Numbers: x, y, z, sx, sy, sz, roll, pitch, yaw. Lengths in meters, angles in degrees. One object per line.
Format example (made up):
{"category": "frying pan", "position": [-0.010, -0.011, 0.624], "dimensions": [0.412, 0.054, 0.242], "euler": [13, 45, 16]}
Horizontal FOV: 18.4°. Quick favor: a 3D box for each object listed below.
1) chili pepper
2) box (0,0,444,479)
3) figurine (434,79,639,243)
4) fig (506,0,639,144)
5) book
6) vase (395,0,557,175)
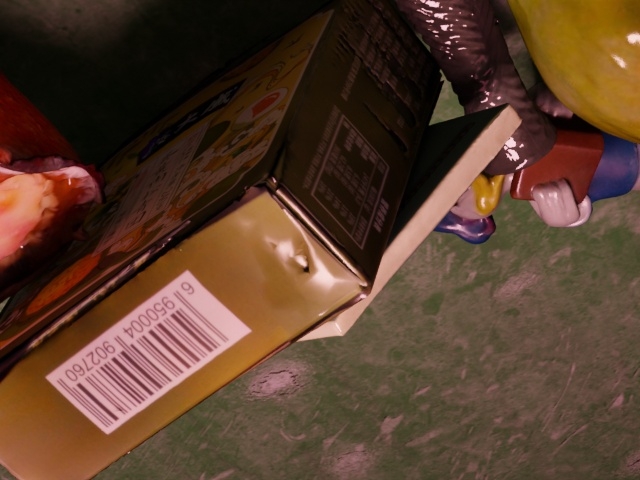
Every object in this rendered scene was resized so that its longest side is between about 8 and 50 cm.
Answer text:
{"category": "chili pepper", "position": [-0.328, -0.099, 1.631], "dimensions": [0.229, 0.305, 0.251], "euler": [-39, 153, 20]}
{"category": "box", "position": [-0.097, -0.012, 1.711], "dimensions": [0.373, 0.420, 0.138], "euler": [-35, 107, 27]}
{"category": "figurine", "position": [0.237, -0.061, 1.978], "dimensions": [0.338, 0.204, 0.283], "euler": [-20, 175, 30]}
{"category": "fig", "position": [0.271, -0.204, 1.790], "dimensions": [0.314, 0.233, 0.233], "euler": [13, 146, 6]}
{"category": "book", "position": [0.000, 0.000, 1.762], "dimensions": [0.031, 0.264, 0.379], "euler": [47, 154, -16]}
{"category": "vase", "position": [0.131, -0.172, 1.738], "dimensions": [0.115, 0.115, 0.237], "euler": [-23, 117, 13]}
